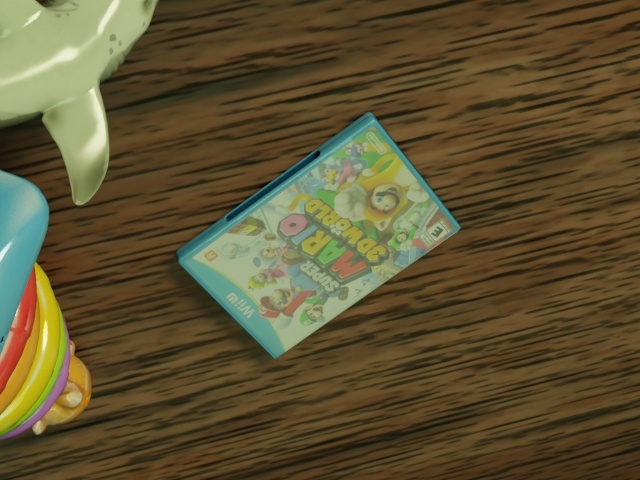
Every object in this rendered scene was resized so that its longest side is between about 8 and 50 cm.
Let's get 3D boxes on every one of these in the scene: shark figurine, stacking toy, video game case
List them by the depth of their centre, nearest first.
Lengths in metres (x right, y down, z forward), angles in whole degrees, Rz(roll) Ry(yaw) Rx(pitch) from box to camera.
[{"bbox_3d":[-0.224,-0.098,0.781,0.278,0.116,0.166,-3,90,-23],"label":"shark figurine"},{"bbox_3d":[-0.211,0.065,0.839,0.166,0.175,0.302,14,168,16],"label":"stacking toy"},{"bbox_3d":[0.000,0.000,0.955,0.166,0.015,0.119,-35,125,9],"label":"video game case"}]
